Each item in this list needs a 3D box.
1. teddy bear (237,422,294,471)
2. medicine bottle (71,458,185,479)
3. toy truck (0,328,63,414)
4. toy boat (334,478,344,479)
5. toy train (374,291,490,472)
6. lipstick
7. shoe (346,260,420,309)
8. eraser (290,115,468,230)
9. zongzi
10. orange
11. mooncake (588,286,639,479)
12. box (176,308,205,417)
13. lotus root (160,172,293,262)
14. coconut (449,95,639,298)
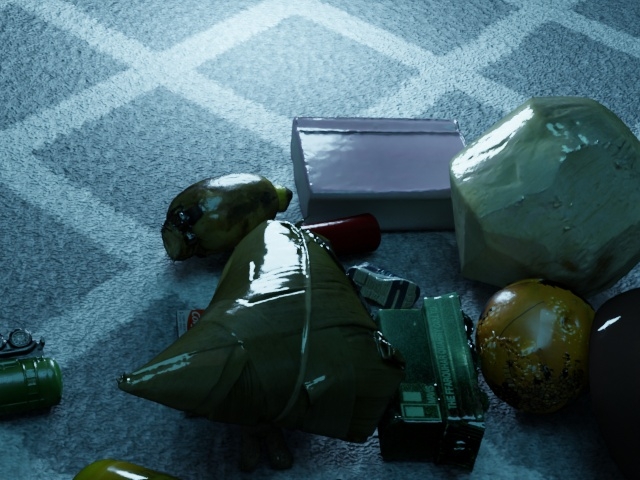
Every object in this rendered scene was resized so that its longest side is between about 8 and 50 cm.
[{"bbox_3d":[-0.097,0.285,1.756,0.119,0.078,0.160,-4,42,-8],"label":"teddy bear"},{"bbox_3d":[-0.152,0.436,1.423,0.384,0.224,0.224,13,39,18],"label":"medicine bottle"},{"bbox_3d":[-0.535,0.223,1.742,0.242,0.101,0.125,-6,53,-20],"label":"toy truck"},{"bbox_3d":[0.000,0.487,1.535,0.219,0.072,0.318,6,57,-5],"label":"toy boat"},{"bbox_3d":[0.174,0.227,1.824,0.178,0.138,0.330,1,42,-6],"label":"toy train"},{"bbox_3d":[0.000,0.000,2.094,0.241,0.080,0.080,-9,42,-30],"label":"lipstick"},{"bbox_3d":[0.117,0.081,2.056,0.143,0.064,0.071,18,22,3],"label":"shoe"},{"bbox_3d":[0.131,-0.142,2.273,0.359,0.122,0.272,-1,40,-10],"label":"eraser"},{"bbox_3d":[-0.149,0.078,1.734,0.467,0.218,0.500,17,28,-36],"label":"zongzi"},{"bbox_3d":[0.374,0.176,1.869,0.234,0.182,0.234,8,65,-17],"label":"orange"},{"bbox_3d":[0.558,0.239,1.774,0.174,0.334,0.326,-18,-2,29],"label":"mooncake"},{"bbox_3d":[-0.212,0.204,1.862,0.055,0.039,0.218,-1,41,-10],"label":"box"},{"bbox_3d":[-0.180,-0.055,2.082,0.314,0.141,0.169,-24,7,-40],"label":"lotus root"},{"bbox_3d":[0.423,-0.053,2.038,0.415,0.415,0.344,14,19,7],"label":"coconut"}]
